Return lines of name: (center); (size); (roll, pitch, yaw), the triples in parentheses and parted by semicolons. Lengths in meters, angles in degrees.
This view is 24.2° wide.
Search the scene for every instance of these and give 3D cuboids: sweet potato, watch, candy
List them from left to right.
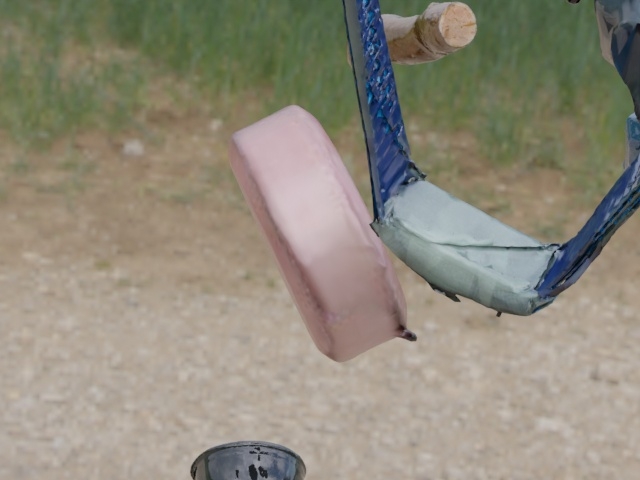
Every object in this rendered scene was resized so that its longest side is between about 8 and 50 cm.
candy: (0.000, 0.000, 1.404); (0.094, 0.255, 0.255); (-25, 23, -3)
sweet potato: (0.086, -0.220, 1.630); (0.067, 0.059, 0.281); (17, -6, -25)
watch: (0.088, -0.080, 1.014); (0.276, 0.274, 0.068); (34, 58, 7)

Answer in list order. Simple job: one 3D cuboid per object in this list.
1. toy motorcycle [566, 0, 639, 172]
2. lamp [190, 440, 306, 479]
toy motorcycle: (0.316, -0.170, 1.293); (0.172, 0.416, 0.232); (-35, 51, -18)
lamp: (-0.086, 0.374, 1.815); (0.147, 0.172, 0.227); (8, 50, -12)
